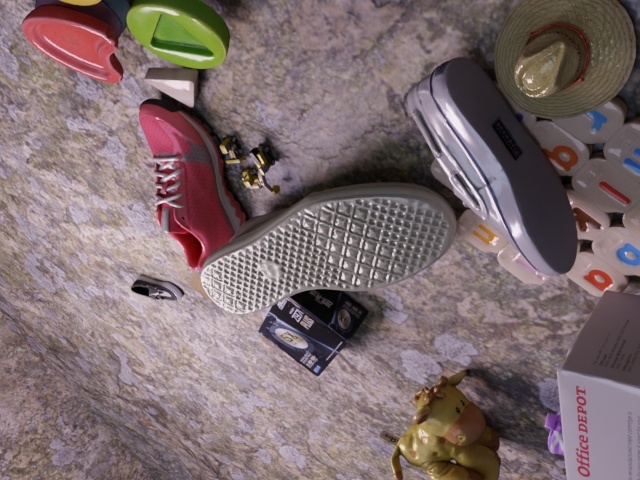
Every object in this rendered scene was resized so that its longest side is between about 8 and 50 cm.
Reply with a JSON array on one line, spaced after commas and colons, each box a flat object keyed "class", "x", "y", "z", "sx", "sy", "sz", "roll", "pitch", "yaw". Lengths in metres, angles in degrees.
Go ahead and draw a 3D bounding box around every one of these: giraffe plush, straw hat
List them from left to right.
[{"class": "giraffe plush", "x": 0.214, "y": 0.312, "z": 1.094, "sx": 0.210, "sy": 0.181, "sz": 0.170, "roll": 13, "pitch": 127, "yaw": 7}, {"class": "straw hat", "x": 0.223, "y": -0.172, "z": 0.629, "sx": 0.144, "sy": 0.061, "sz": 0.144, "roll": 23, "pitch": 131, "yaw": 29}]

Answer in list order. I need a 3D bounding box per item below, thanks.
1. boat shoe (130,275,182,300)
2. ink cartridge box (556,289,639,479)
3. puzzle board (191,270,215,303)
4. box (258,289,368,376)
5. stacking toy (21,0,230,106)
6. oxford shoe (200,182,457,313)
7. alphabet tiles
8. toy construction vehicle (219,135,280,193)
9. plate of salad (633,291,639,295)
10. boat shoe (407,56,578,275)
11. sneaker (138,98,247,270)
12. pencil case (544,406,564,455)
[{"class": "boat shoe", "x": -0.380, "y": 0.119, "z": 1.501, "sx": 0.142, "sy": 0.040, "sz": 0.049, "roll": 13, "pitch": 136, "yaw": 32}, {"class": "ink cartridge box", "x": 0.401, "y": 0.181, "z": 0.702, "sx": 0.233, "sy": 0.168, "sz": 0.171, "roll": 9, "pitch": 124, "yaw": 38}, {"class": "puzzle board", "x": -0.229, "y": 0.088, "z": 1.363, "sx": 0.096, "sy": 0.011, "sz": 0.128, "roll": 33, "pitch": 143, "yaw": 11}, {"class": "box", "x": -0.018, "y": 0.150, "z": 1.187, "sx": 0.147, "sy": 0.077, "sz": 0.180, "roll": 37, "pitch": 144, "yaw": 4}, {"class": "stacking toy", "x": -0.257, "y": -0.327, "z": 0.877, "sx": 0.279, "sy": 0.130, "sz": 0.309, "roll": 19, "pitch": 163, "yaw": -17}, {"class": "oxford shoe", "x": 0.000, "y": 0.000, "z": 0.981, "sx": 0.449, "sy": 0.130, "sz": 0.169, "roll": -19, "pitch": 111, "yaw": 38}, {"class": "alphabet tiles", "x": 0.274, "y": -0.054, "z": 0.763, "sx": 0.278, "sy": 0.021, "sz": 0.284, "roll": 37, "pitch": 144, "yaw": 7}, {"class": "toy construction vehicle", "x": -0.112, "y": -0.116, "z": 1.023, "sx": 0.086, "sy": 0.035, "sz": 0.098, "roll": 4, "pitch": 131, "yaw": 38}, {"class": "plate of salad", "x": 0.453, "y": 0.136, "z": 0.789, "sx": 0.200, "sy": 0.048, "sz": 0.200, "roll": 23, "pitch": 141, "yaw": 20}, {"class": "boat shoe", "x": 0.189, "y": -0.072, "z": 0.729, "sx": 0.267, "sy": 0.096, "sz": 0.088, "roll": 52, "pitch": 147, "yaw": -11}, {"class": "sneaker", "x": -0.221, "y": -0.080, "z": 1.072, "sx": 0.116, "sy": 0.136, "sz": 0.314, "roll": 4, "pitch": 131, "yaw": 37}, {"class": "pencil case", "x": 0.438, "y": 0.303, "z": 0.942, "sx": 0.206, "sy": 0.086, "sz": 0.088, "roll": 9, "pitch": 168, "yaw": 33}]
